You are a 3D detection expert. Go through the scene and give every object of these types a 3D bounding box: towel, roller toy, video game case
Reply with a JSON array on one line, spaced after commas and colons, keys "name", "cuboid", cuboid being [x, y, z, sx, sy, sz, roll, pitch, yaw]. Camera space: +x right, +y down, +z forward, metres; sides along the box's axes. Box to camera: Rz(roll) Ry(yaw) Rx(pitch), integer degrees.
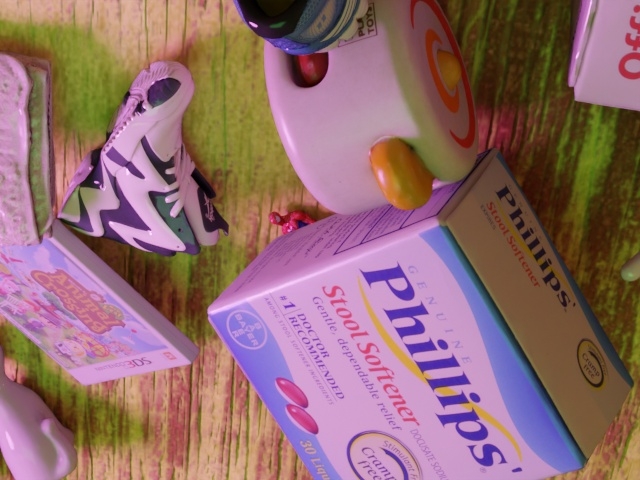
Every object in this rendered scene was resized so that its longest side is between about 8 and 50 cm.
[{"name": "towel", "cuboid": [-0.387, -0.089, 1.626, 0.282, 0.049, 0.187, 1, 102, 9]}, {"name": "roller toy", "cuboid": [0.051, -0.128, 1.478, 0.146, 0.209, 0.191, -17, 101, 20]}, {"name": "video game case", "cuboid": [-0.256, 0.069, 1.765, 0.193, 0.023, 0.212, -15, 129, 45]}]

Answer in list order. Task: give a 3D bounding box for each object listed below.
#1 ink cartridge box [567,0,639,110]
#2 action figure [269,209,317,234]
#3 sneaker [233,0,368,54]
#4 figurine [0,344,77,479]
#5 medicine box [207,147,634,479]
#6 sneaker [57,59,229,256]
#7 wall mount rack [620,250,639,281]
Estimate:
[{"name": "ink cartridge box", "cuboid": [0.413, -0.238, 1.350, 0.395, 0.166, 0.285, 9, 130, 0]}, {"name": "action figure", "cuboid": [0.000, 0.000, 1.707, 0.115, 0.030, 0.038, 28, 134, -12]}, {"name": "sneaker", "cuboid": [-0.032, -0.307, 1.320, 0.130, 0.147, 0.330, -7, 97, 16]}, {"name": "figurine", "cuboid": [-0.399, 0.191, 1.896, 0.215, 0.092, 0.209, -18, 121, 21]}, {"name": "medicine box", "cuboid": [0.092, 0.097, 1.591, 0.289, 0.149, 0.263, -22, 106, 38]}, {"name": "sneaker", "cuboid": [-0.137, -0.063, 1.631, 0.153, 0.094, 0.235, 27, 129, -16]}, {"name": "wall mount rack", "cuboid": [0.458, 0.018, 1.585, 0.304, 0.130, 0.350, -20, 124, 23]}]
